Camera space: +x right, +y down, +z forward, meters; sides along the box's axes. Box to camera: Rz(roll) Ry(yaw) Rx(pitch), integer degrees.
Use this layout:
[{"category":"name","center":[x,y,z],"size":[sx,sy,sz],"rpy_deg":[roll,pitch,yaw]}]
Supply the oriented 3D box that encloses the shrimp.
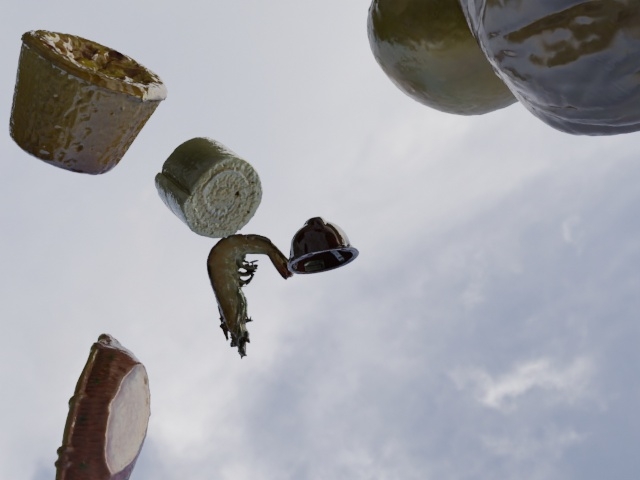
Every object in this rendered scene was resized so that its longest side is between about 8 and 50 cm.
[{"category":"shrimp","center":[-0.095,0.075,1.367],"size":[0.124,0.034,0.178],"rpy_deg":[-14,-91,1]}]

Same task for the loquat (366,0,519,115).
[{"category":"loquat","center":[0.157,-0.252,1.016],"size":[0.244,0.244,0.243],"rpy_deg":[-12,-130,14]}]

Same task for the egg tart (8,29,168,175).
[{"category":"egg tart","center":[-0.317,-0.177,1.261],"size":[0.202,0.203,0.147],"rpy_deg":[39,-68,40]}]

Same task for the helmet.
[{"category":"helmet","center":[0.000,0.000,1.165],"size":[0.089,0.111,0.057],"rpy_deg":[-6,-106,-11]}]

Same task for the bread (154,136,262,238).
[{"category":"bread","center":[-0.188,-0.090,1.596],"size":[0.148,0.134,0.141],"rpy_deg":[-43,-144,-7]}]

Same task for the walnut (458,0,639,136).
[{"category":"walnut","center":[0.262,-0.229,0.744],"size":[0.313,0.277,0.252],"rpy_deg":[-26,-154,25]}]

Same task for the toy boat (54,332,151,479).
[{"category":"toy boat","center":[-0.287,0.246,1.250],"size":[0.099,0.141,0.318],"rpy_deg":[-23,-141,25]}]
